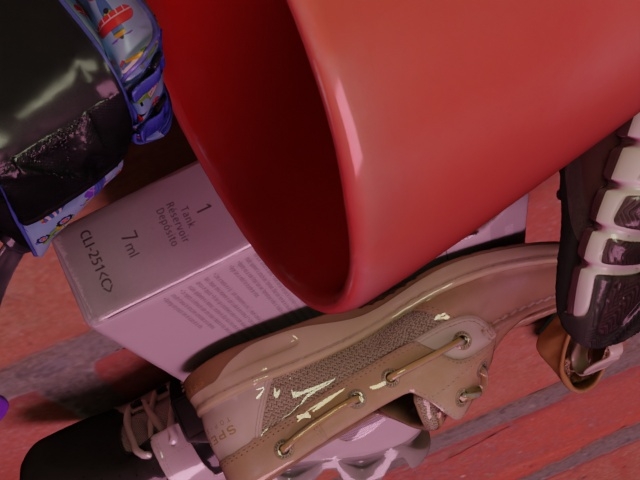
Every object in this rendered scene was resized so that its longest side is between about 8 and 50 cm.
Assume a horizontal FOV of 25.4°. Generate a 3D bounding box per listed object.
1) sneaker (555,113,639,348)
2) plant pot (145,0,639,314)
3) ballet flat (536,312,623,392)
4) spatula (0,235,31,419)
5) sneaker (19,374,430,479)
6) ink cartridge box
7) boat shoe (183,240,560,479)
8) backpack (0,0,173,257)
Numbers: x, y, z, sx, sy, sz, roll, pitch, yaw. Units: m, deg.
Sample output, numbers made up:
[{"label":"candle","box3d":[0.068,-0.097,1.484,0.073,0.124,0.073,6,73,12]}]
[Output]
[{"label":"sneaker","box3d":[0.161,-0.092,0.797,0.106,0.162,0.281,-4,119,-42]},{"label":"plant pot","box3d":[0.054,-0.136,0.596,0.243,0.275,0.275,-24,152,-14]},{"label":"ballet flat","box3d":[0.247,0.055,1.203,0.080,0.073,0.232,-13,149,-15]},{"label":"spatula","box3d":[-0.179,0.027,0.798,0.084,0.030,0.296,24,95,-59]},{"label":"sneaker","box3d":[-0.073,0.124,1.098,0.331,0.122,0.146,-11,131,-14]},{"label":"ink cartridge box","box3d":[0.000,0.000,0.893,0.261,0.066,0.296,-25,165,1]},{"label":"boat shoe","box3d":[0.062,0.084,0.959,0.302,0.098,0.109,-19,165,-22]},{"label":"backpack","box3d":[-0.145,-0.077,0.661,0.117,0.158,0.173,-35,167,-12]}]
